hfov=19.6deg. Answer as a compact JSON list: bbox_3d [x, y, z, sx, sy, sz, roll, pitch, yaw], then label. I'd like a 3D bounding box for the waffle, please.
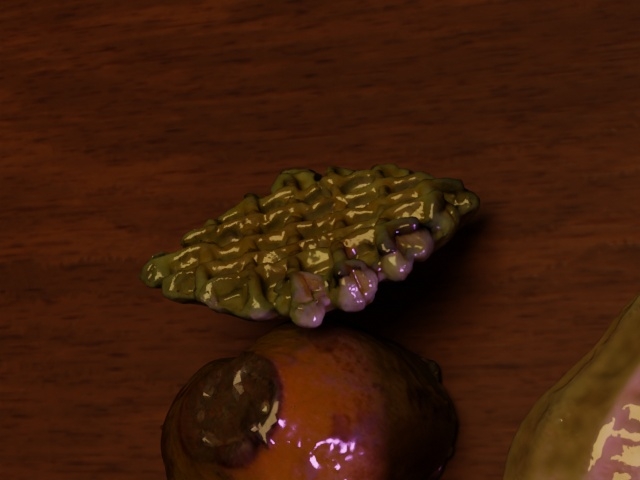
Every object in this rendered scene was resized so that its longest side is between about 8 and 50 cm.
[{"bbox_3d":[0.001,0.003,1.358,0.204,0.054,0.223,4,29,43],"label":"waffle"}]

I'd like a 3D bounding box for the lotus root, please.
[{"bbox_3d":[-0.032,0.130,1.302,0.199,0.180,0.188,23,84,34],"label":"lotus root"}]

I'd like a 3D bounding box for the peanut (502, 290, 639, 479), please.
[{"bbox_3d":[0.243,0.099,1.196,0.305,0.147,0.147,-48,54,-4],"label":"peanut"}]
